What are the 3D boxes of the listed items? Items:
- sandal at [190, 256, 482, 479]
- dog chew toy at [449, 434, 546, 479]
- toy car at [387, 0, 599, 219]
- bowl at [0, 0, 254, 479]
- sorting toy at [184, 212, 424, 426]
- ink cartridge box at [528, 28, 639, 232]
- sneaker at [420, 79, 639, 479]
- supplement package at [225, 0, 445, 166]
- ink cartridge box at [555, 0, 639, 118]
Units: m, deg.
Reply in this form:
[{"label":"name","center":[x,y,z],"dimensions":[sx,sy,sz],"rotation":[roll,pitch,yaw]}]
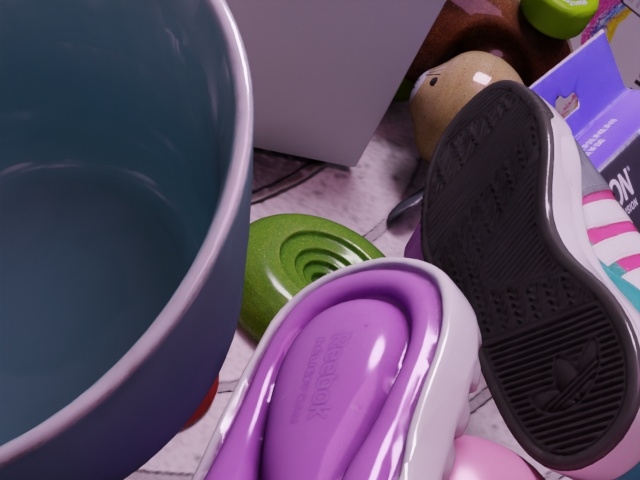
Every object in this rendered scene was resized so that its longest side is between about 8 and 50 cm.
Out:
[{"label":"sandal","center":[-0.035,0.137,0.717],"dimensions":[0.102,0.169,0.416],"rotation":[57,28,-28]},{"label":"dog chew toy","center":[0.103,0.217,0.767],"dimensions":[0.206,0.206,0.332],"rotation":[2,35,-32]},{"label":"toy car","center":[0.089,-0.101,1.178],"dimensions":[0.149,0.155,0.188],"rotation":[28,49,-3]},{"label":"bowl","center":[-0.159,0.006,0.797],"dimensions":[0.311,0.163,0.311],"rotation":[-7,59,12]},{"label":"sorting toy","center":[0.000,0.000,1.004],"dimensions":[0.365,0.126,0.127],"rotation":[-12,53,-42]},{"label":"ink cartridge box","center":[0.195,-0.018,1.125],"dimensions":[0.206,0.045,0.208],"rotation":[-39,113,-51]},{"label":"sneaker","center":[0.169,0.040,0.943],"dimensions":[0.178,0.124,0.295],"rotation":[31,28,-31]},{"label":"supplement package","center":[-0.021,-0.196,1.163],"dimensions":[0.149,0.194,0.203],"rotation":[11,41,-23]},{"label":"ink cartridge box","center":[0.246,-0.193,1.332],"dimensions":[0.278,0.201,0.117],"rotation":[39,38,12]}]
